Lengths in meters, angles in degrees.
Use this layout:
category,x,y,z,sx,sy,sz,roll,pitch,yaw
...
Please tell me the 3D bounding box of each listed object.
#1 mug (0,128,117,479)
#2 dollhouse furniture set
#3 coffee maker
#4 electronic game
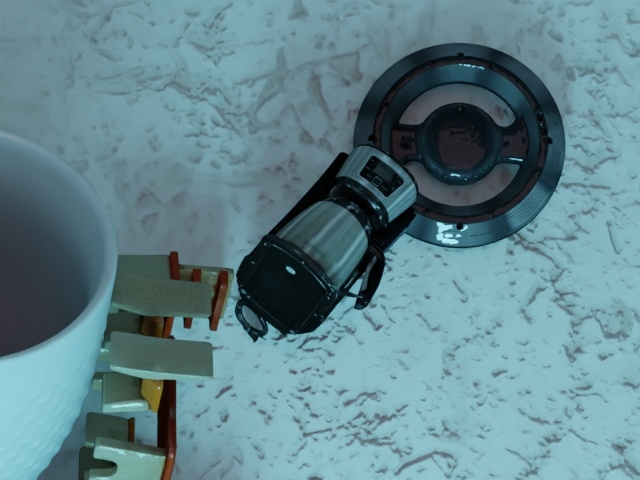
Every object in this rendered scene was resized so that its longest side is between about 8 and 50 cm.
category,x,y,z,sx,sy,sz,roll,pitch,yaw
mug,-0.378,0.119,1.410,0.374,0.328,0.276,-26,61,-35
dollhouse furniture set,-0.150,0.131,1.531,0.135,0.262,0.259,6,43,-12
coffee maker,0.000,0.000,1.634,0.120,0.171,0.178,55,53,-15
electronic game,0.150,-0.104,1.719,0.229,0.048,0.229,0,77,2
